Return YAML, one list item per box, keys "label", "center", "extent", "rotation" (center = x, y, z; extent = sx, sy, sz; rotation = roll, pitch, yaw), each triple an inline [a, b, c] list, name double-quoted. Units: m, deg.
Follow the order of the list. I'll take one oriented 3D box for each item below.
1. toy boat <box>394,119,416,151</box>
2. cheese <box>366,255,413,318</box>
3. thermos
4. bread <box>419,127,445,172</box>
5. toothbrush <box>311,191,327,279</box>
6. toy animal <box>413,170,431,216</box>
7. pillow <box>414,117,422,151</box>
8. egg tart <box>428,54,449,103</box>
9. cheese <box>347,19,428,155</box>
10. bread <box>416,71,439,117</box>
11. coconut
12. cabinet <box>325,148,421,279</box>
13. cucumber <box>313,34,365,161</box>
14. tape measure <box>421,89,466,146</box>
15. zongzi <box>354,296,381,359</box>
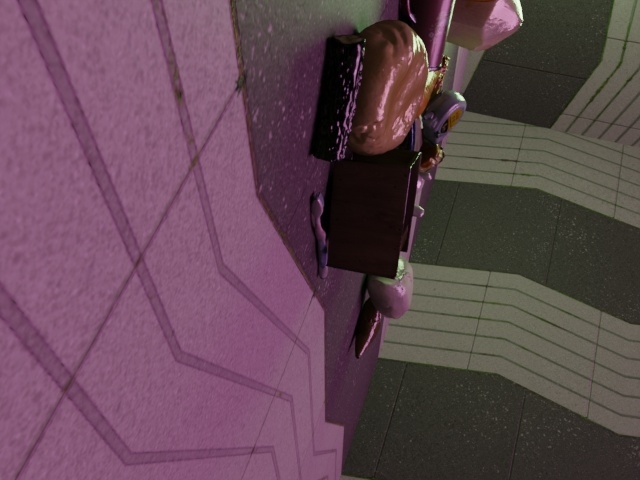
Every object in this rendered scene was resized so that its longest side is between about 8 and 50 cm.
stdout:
- label: "toy boat"
  center: [0.140, -0.203, 1.209]
  extent: [0.115, 0.114, 0.262]
  rotation: [-45, 147, -55]
- label: "cheese"
  center: [0.233, 0.144, 1.906]
  extent: [0.198, 0.154, 0.189]
  rotation: [72, 34, -47]
- label: "thermos"
  center: [0.234, -0.552, 1.250]
  extent: [0.109, 0.136, 0.330]
  rotation: [-104, -163, -54]
- label: "bread"
  center: [0.315, -0.284, 1.821]
  extent: [0.069, 0.140, 0.127]
  rotation: [28, 34, -60]
- label: "toothbrush"
  center: [0.000, 0.000, 1.063]
  extent: [0.269, 0.021, 0.027]
  rotation: [87, 28, -56]
- label: "toy animal"
  center: [0.184, -0.083, 1.463]
  extent: [0.140, 0.138, 0.282]
  rotation: [30, 68, -40]
- label: "pillow"
  center: [0.237, -0.272, 1.619]
  extent: [0.134, 0.078, 0.181]
  rotation: [84, 27, -49]
- label: "egg tart"
  center: [0.338, -0.478, 1.769]
  extent: [0.212, 0.090, 0.212]
  rotation: [18, 90, -76]
- label: "cheese"
  center: [0.107, -0.264, 1.007]
  extent: [0.226, 0.117, 0.214]
  rotation: [-69, 160, -6]
- label: "bread"
  center: [0.265, -0.433, 1.527]
  extent: [0.142, 0.091, 0.305]
  rotation: [85, 23, -44]
- label: "coconut"
  center: [0.475, -0.694, 1.703]
  extent: [0.237, 0.266, 0.237]
  rotation: [18, 90, -85]
- label: "cabinet"
  center: [0.102, -0.062, 1.115]
  extent: [0.175, 0.148, 0.215]
  rotation: [-48, 145, -66]
- label: "cucumber"
  center: [0.029, -0.214, 0.859]
  extent: [0.058, 0.058, 0.187]
  rotation: [-47, 151, -63]
- label: "tape measure"
  center: [0.341, -0.392, 1.612]
  extent: [0.164, 0.084, 0.330]
  rotation: [-49, 160, -3]
- label: "zongzi"
  center: [0.159, 0.298, 1.967]
  extent: [0.176, 0.079, 0.160]
  rotation: [-51, 149, -52]
